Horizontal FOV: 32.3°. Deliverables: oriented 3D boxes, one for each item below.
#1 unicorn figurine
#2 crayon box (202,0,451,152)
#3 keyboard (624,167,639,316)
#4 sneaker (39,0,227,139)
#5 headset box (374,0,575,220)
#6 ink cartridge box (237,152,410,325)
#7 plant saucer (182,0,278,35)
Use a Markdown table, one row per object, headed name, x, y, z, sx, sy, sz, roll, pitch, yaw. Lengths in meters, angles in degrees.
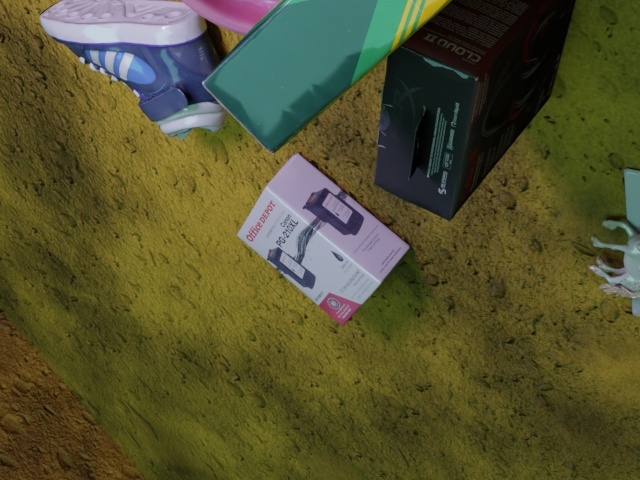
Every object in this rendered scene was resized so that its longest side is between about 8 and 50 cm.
| name | x | y | z | sx | sy | sz | roll | pitch | yaw |
| --- | --- | --- | --- | --- | --- | --- | --- | --- | --- |
| unicorn figurine | 0.407 | 0.022 | 1.442 | 0.111 | 0.060 | 0.162 | 25 | 159 | 31 |
| crayon box | 0.077 | -0.283 | 1.097 | 0.106 | 0.363 | 0.313 | 45 | 125 | -10 |
| keyboard | 0.439 | 0.014 | 1.453 | 0.072 | 0.014 | 0.256 | 20 | 140 | 37 |
| sneaker | -0.290 | -0.261 | 1.762 | 0.322 | 0.130 | 0.236 | 11 | 131 | 30 |
| headset box | 0.170 | -0.182 | 1.252 | 0.110 | 0.293 | 0.218 | 28 | 142 | 20 |
| ink cartridge box | 0.000 | 0.000 | 1.787 | 0.237 | 0.100 | 0.172 | 40 | 145 | 3 |
| plant saucer | -0.041 | -0.389 | 1.314 | 0.332 | 0.084 | 0.332 | -1 | 140 | 0 |
